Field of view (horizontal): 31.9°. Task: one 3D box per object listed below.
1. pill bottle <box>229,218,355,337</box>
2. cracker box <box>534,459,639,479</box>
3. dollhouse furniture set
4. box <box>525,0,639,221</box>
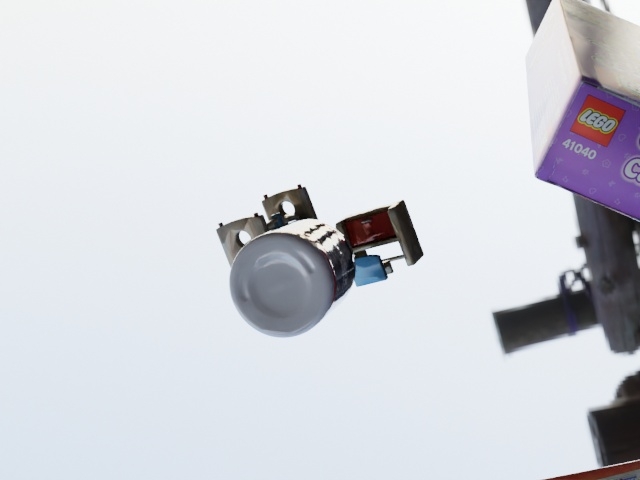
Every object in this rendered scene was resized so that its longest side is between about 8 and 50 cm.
[{"bbox_3d":[-0.021,0.033,1.183,0.108,0.108,0.180,-11,-174,14],"label":"pill bottle"},{"bbox_3d":[0.318,0.369,1.222,0.156,0.067,0.232,-16,-112,19],"label":"cracker box"},{"bbox_3d":[0.000,0.000,1.329,0.184,0.129,0.129,-15,-168,29],"label":"dollhouse furniture set"},{"bbox_3d":[0.224,-0.063,0.656,0.201,0.057,0.293,23,-157,0],"label":"box"}]
